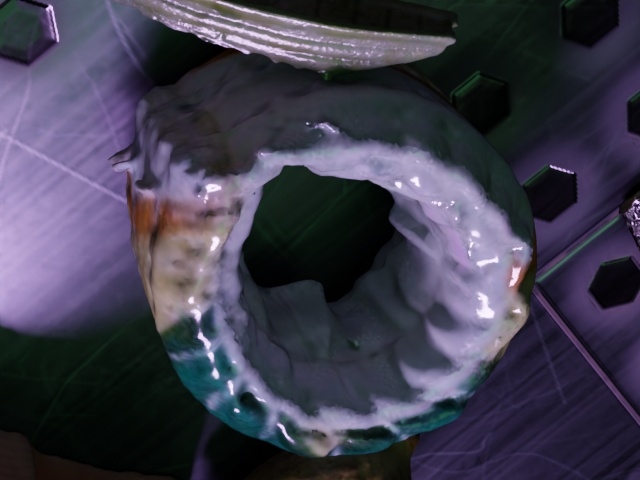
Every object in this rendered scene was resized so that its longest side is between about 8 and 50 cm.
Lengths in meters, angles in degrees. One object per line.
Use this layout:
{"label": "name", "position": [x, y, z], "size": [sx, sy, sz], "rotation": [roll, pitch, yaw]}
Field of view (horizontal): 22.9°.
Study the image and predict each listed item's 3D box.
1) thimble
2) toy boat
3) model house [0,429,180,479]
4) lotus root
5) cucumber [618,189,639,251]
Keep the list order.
{"label": "thimble", "position": [0.000, 0.000, 1.055], "size": [0.254, 0.167, 0.288], "rotation": [-46, 121, 8]}
{"label": "toy boat", "position": [-0.062, -0.157, 0.958], "size": [0.293, 0.093, 0.055], "rotation": [20, 116, -4]}
{"label": "model house", "position": [-0.224, 0.294, 1.073], "size": [0.312, 0.280, 0.245], "rotation": [14, 112, -22]}
{"label": "lotus root", "position": [-0.001, 0.212, 1.197], "size": [0.138, 0.138, 0.214], "rotation": [41, 87, -30]}
{"label": "cucumber", "position": [0.267, 0.009, 1.220], "size": [0.033, 0.034, 0.135], "rotation": [-37, 122, -2]}
